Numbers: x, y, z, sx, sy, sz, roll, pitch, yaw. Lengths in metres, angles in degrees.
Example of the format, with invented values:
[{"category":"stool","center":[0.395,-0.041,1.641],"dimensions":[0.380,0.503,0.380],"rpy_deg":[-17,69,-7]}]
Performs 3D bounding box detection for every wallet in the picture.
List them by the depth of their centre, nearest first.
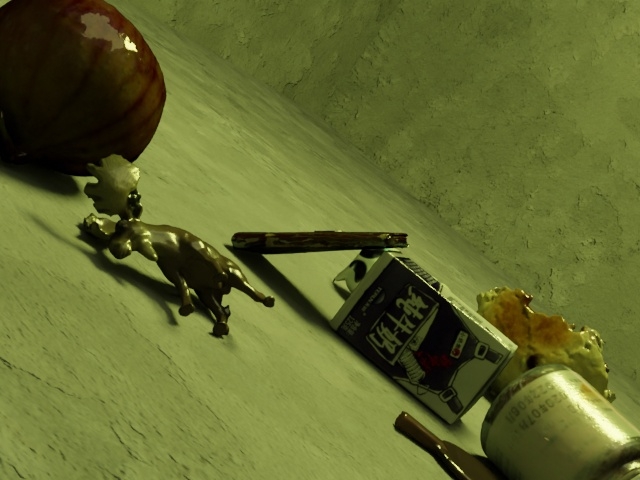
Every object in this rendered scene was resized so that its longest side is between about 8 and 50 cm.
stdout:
[{"category":"wallet","center":[0.000,0.000,1.746],"dimensions":[0.232,0.031,0.122],"rpy_deg":[-2,-3,20]}]

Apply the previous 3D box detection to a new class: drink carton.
[{"category":"drink carton","center":[0.143,0.131,1.715],"dimensions":[0.222,0.134,0.102],"rpy_deg":[39,7,12]}]

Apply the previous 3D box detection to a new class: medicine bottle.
[{"category":"medicine bottle","center":[0.338,0.290,1.548],"dimensions":[0.165,0.165,0.273],"rpy_deg":[27,13,-47]}]

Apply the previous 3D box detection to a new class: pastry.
[{"category":"pastry","center":[0.348,0.207,2.044],"dimensions":[0.256,0.170,0.237],"rpy_deg":[37,-12,35]}]

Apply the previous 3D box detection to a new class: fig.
[{"category":"fig","center":[-0.299,-0.177,1.456],"dimensions":[0.235,0.214,0.235],"rpy_deg":[12,-7,2]}]

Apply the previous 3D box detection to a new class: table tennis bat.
[{"category":"table tennis bat","center":[0.191,0.222,1.485],"dimensions":[0.170,0.119,0.107],"rpy_deg":[37,9,-7]}]

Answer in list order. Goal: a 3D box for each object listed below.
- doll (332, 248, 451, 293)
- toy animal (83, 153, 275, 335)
[{"category":"doll","center":[0.120,0.080,1.960],"dimensions":[0.181,0.110,0.107],"rpy_deg":[41,-10,6]},{"category":"toy animal","center":[-0.165,0.014,1.348],"dimensions":[0.186,0.094,0.214],"rpy_deg":[50,8,38]}]
